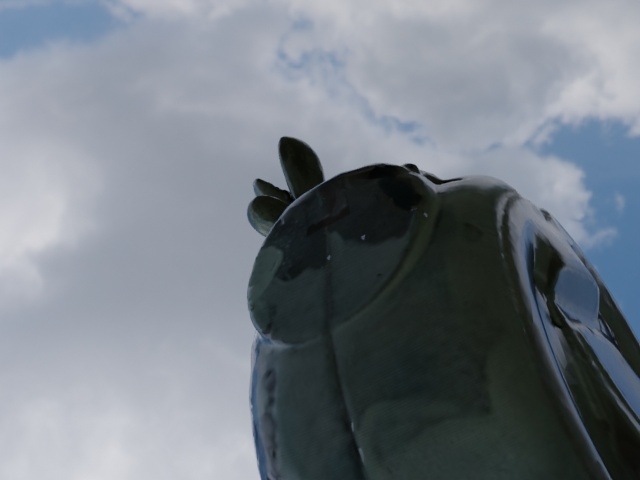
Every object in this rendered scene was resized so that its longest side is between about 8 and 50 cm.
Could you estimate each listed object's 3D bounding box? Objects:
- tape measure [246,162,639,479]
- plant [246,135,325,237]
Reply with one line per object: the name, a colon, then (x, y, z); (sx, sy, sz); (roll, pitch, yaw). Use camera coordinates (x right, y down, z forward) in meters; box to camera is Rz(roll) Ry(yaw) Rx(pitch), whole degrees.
tape measure: (0.085, 0.087, 0.445); (0.256, 0.147, 0.275); (17, -132, -56)
plant: (0.000, 0.002, 1.014); (0.149, 0.147, 0.274); (6, -152, -28)
